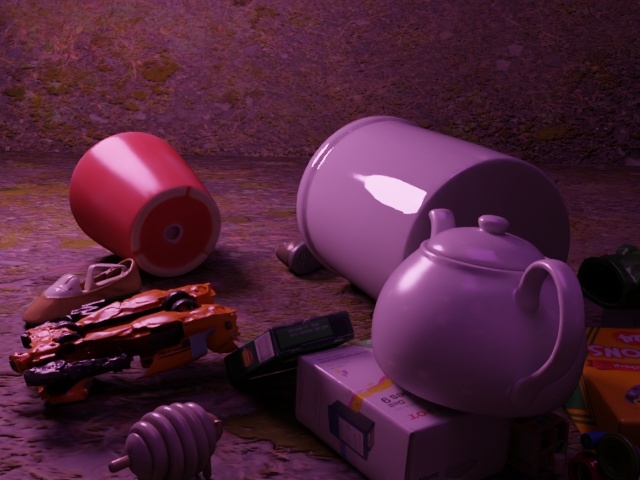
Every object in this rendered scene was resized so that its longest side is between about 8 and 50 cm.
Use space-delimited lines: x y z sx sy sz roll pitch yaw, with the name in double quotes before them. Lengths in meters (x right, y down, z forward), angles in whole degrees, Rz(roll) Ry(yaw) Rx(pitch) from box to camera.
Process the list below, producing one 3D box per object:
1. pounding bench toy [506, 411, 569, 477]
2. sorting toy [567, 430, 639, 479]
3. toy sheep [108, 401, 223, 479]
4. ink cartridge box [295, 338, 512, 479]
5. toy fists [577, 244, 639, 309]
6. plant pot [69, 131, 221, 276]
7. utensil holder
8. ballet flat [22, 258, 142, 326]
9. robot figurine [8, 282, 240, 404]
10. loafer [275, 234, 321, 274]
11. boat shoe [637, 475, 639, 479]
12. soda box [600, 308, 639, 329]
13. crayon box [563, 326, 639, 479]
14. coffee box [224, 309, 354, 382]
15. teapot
"pounding bench toy" 0.251 0.226 0.784 0.065 0.052 0.083 -10 19 -36
"sorting toy" 0.294 0.223 0.717 0.042 0.102 0.061 1 57 -25
"toy sheep" -0.157 0.215 0.734 0.091 0.091 0.132 14 20 40
"ink cartridge box" 0.090 0.195 0.814 0.154 0.093 0.212 -7 19 -33
"toy fists" 0.517 0.067 1.027 0.142 0.096 0.279 -1 10 -22
"plant pot" -0.346 -0.060 1.454 0.275 0.275 0.243 -10 29 -35
"utensil holder" 0.177 -0.029 1.209 0.327 0.328 0.385 -5 18 -22
"ballet flat" -0.415 0.082 1.231 0.080 0.073 0.232 11 18 33
"robot figurine" -0.267 0.138 0.967 0.291 0.085 0.211 -15 18 -20
"loafer" 0.000 0.000 1.516 0.087 0.094 0.251 18 22 36
"boat shoe" 0.322 0.237 0.625 0.084 0.095 0.258 22 27 23
"soda box" 0.554 0.138 1.094 0.216 0.069 0.074 13 20 36
"crayon box" 0.413 0.198 0.846 0.202 0.081 0.318 2 16 0
"coffee box" -0.047 0.142 0.927 0.113 0.040 0.184 -9 -16 -28
"teapot" 0.180 0.066 0.780 0.256 0.187 0.252 16 15 31
